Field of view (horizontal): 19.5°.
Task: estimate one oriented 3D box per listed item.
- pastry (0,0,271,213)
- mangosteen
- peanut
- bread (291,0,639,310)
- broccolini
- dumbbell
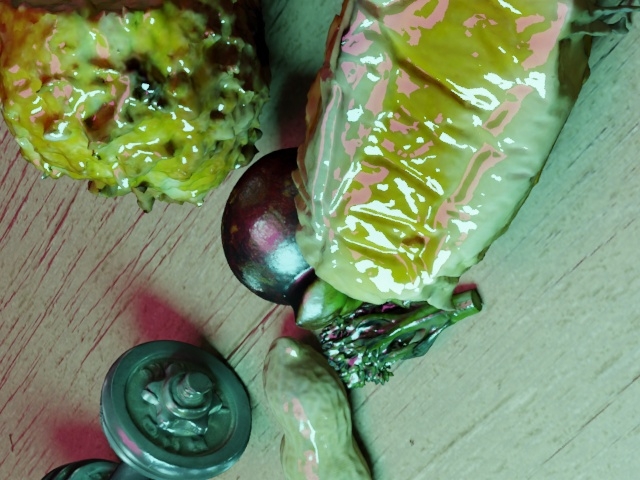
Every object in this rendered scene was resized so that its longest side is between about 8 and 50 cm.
[{"bbox_3d":[-0.188,-0.204,1.799,0.337,0.292,0.405,79,171,-54],"label":"pastry"},{"bbox_3d":[-0.011,-0.003,1.802,0.184,0.172,0.172,61,144,38],"label":"mangosteen"},{"bbox_3d":[-0.006,0.208,1.969,0.104,0.085,0.228,3,110,58],"label":"peanut"},{"bbox_3d":[0.100,-0.132,1.608,0.236,0.183,0.389,31,118,5],"label":"bread"},{"bbox_3d":[0.072,0.085,1.842,0.202,0.068,0.091,-34,64,49],"label":"broccolini"},{"bbox_3d":[-0.214,0.266,2.151,0.179,0.179,0.406,52,137,15],"label":"dumbbell"}]
